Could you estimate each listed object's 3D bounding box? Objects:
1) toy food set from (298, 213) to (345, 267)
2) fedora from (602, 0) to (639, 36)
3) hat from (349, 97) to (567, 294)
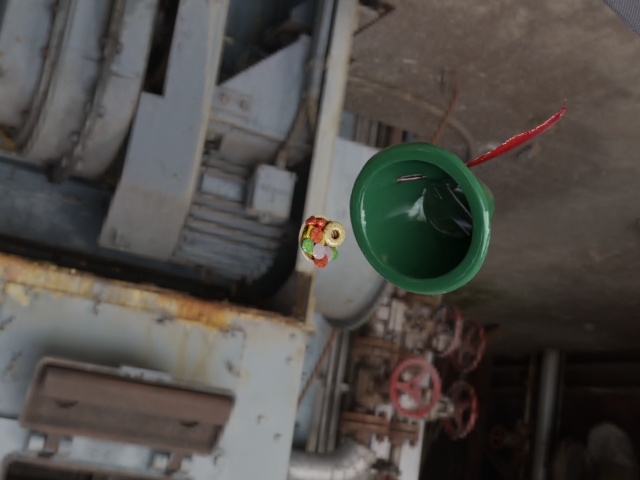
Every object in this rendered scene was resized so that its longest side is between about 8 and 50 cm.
[{"bbox_3d":[0.000,0.000,1.545,0.083,0.082,0.020,31,160,-35],"label":"toy food set"},{"bbox_3d":[0.411,-0.295,1.094,0.276,0.243,0.124,17,137,-7],"label":"fedora"},{"bbox_3d":[0.167,-0.047,1.125,0.209,0.172,0.184,-7,-169,40],"label":"hat"}]
